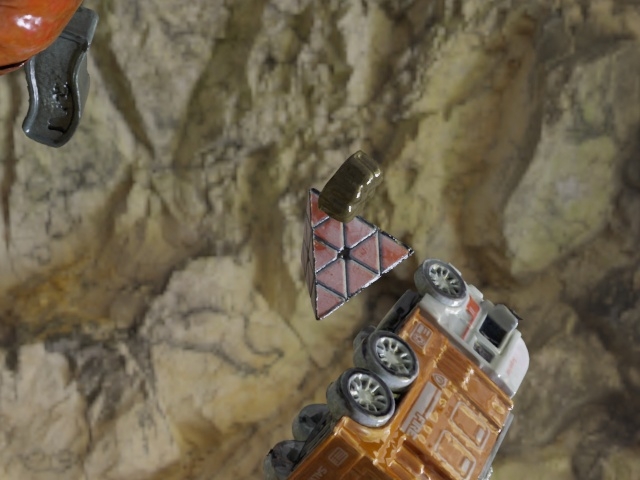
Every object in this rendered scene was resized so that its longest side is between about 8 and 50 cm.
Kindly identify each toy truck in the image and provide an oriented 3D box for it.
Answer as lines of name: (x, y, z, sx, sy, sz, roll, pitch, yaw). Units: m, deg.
toy truck: (0.108, 0.196, 1.209, 0.207, 0.173, 0.387, 40, -144, 3)

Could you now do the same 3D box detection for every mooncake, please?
mooncake: (-0.034, 0.098, 0.833, 0.057, 0.346, 0.150, 21, -163, 22)

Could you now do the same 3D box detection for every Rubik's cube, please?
Rubik's cube: (0.000, 0.000, 1.778, 0.211, 0.190, 0.178, -30, -169, -27)

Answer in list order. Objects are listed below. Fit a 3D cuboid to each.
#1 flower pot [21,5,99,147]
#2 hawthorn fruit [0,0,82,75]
flower pot: (-0.437, -0.274, 1.773, 0.103, 0.229, 0.108, 10, -145, -10)
hawthorn fruit: (-0.387, -0.332, 1.101, 0.276, 0.276, 0.307, -9, -129, -29)
